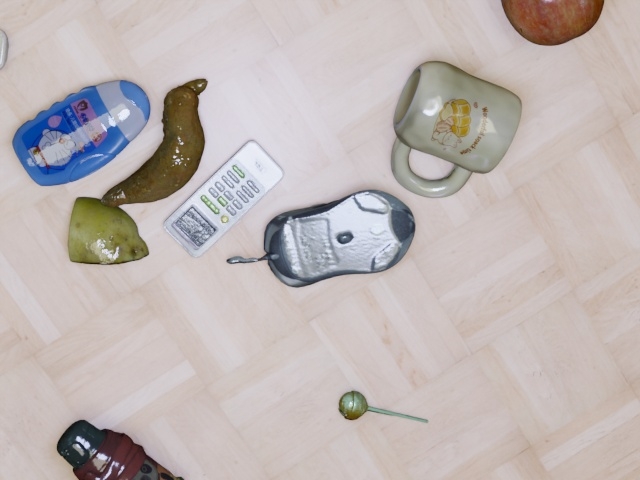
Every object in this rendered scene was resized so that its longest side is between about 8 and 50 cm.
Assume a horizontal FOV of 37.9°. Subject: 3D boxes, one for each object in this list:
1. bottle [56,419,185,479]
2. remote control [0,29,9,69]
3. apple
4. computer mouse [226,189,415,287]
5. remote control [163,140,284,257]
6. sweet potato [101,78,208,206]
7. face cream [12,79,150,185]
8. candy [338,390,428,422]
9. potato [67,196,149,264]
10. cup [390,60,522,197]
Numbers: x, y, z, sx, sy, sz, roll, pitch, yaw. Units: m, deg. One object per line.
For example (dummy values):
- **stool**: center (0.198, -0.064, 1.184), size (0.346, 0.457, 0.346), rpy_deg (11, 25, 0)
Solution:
- **bottle**: center (-0.406, 0.468, 1.853), size (0.271, 0.156, 0.143), rpy_deg (42, 101, -15)
- **remote control**: center (-0.700, -0.370, 1.729), size (0.230, 0.049, 0.090), rpy_deg (9, 100, -7)
- **apple**: center (0.436, -0.462, 1.749), size (0.188, 0.188, 0.173), rpy_deg (-28, 113, 0)
- **computer mouse**: center (0.000, 0.000, 1.844), size (0.380, 0.090, 0.167), rpy_deg (-11, 96, 3)
- **remote control**: center (-0.190, -0.082, 1.836), size (0.250, 0.034, 0.103), rpy_deg (-42, 101, 3)
- **sweet potato**: center (-0.289, -0.169, 1.781), size (0.124, 0.098, 0.310), rpy_deg (34, 98, 11)
- **face cream**: center (-0.443, -0.209, 1.765), size (0.264, 0.083, 0.149), rpy_deg (-31, 98, 0)
- **candy**: center (0.133, 0.359, 1.943), size (0.203, 0.061, 0.061), rpy_deg (16, 98, -16)
- **potato**: center (-0.411, -0.019, 1.804), size (0.149, 0.081, 0.120), rpy_deg (0, 102, -5)
- **cup**: center (0.242, -0.217, 1.811), size (0.202, 0.255, 0.173), rpy_deg (21, 55, -10)
